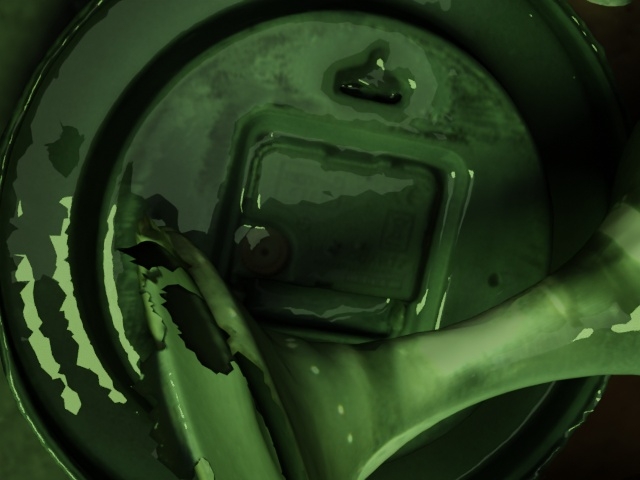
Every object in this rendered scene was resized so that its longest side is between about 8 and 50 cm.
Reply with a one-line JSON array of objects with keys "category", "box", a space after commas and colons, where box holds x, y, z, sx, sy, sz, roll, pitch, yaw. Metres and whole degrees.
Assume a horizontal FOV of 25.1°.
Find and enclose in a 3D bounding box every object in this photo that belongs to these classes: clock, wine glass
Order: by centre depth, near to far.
[{"category": "wine glass", "box": [0.107, 0.010, 0.426, 0.321, 0.143, 0.143, -21, 105, -13]}, {"category": "clock", "box": [0.000, 0.000, 0.487, 0.226, 0.049, 0.226, -3, 100, -15]}]

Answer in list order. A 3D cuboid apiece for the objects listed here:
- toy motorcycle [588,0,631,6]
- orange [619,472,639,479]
[{"category": "toy motorcycle", "box": [0.105, -0.133, 0.464, 0.190, 0.106, 0.074, 5, 131, -12]}, {"category": "orange", "box": [0.124, 0.180, 0.476, 0.206, 0.206, 0.206, -3, 101, -14]}]
